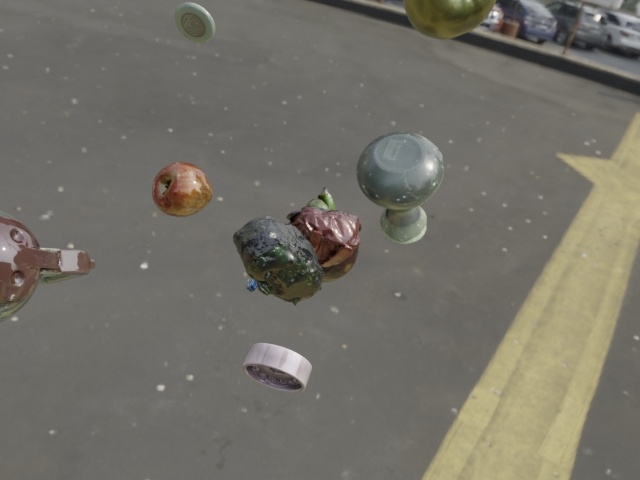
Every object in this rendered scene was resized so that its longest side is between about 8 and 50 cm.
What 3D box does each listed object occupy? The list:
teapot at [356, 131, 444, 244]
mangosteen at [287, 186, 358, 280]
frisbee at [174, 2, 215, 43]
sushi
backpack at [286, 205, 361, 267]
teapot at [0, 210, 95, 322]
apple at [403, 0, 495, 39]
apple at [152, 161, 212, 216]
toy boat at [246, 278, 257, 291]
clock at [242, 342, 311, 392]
[{"bbox_3d":[0.172,-0.103,1.461,0.183,0.251,0.184,-4,54,6],"label":"teapot"},{"bbox_3d":[0.012,-0.011,2.640,0.306,0.360,0.306,22,-5,2],"label":"mangosteen"},{"bbox_3d":[-0.313,-0.538,1.687,0.110,0.110,0.014,18,53,7],"label":"frisbee"},{"bbox_3d":[-0.080,0.046,1.436,0.225,0.124,0.127,41,20,-50],"label":"sushi"},{"bbox_3d":[0.000,-0.002,1.905,0.229,0.229,0.139,7,60,-13],"label":"backpack"},{"bbox_3d":[-0.578,0.053,1.181,0.312,0.233,0.315,-10,-8,31],"label":"teapot"},{"bbox_3d":[0.351,-0.668,1.819,0.262,0.262,0.262,11,29,-6],"label":"apple"},{"bbox_3d":[-0.357,-0.131,1.772,0.146,0.146,0.131,38,17,36],"label":"apple"},{"bbox_3d":[-0.215,0.130,2.150,0.038,0.038,0.083,17,37,6],"label":"toy boat"},{"bbox_3d":[-0.128,0.376,1.998,0.196,0.197,0.068,16,60,4],"label":"clock"}]
